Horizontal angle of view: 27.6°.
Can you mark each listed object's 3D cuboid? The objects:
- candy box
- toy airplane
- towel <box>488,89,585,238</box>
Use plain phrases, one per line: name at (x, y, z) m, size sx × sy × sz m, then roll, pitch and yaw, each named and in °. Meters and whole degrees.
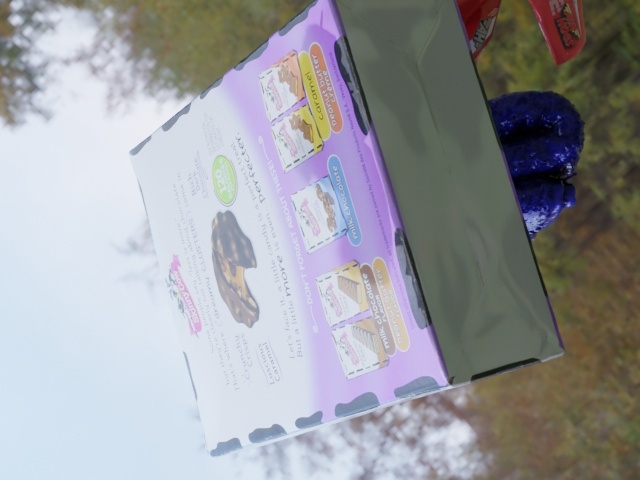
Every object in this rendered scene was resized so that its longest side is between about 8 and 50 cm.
candy box at (0.000, 0.000, 0.596) m, size 0.070 × 0.196 × 0.165 m, roll -10°, pitch -100°, yaw -36°
toy airplane at (0.099, -0.135, 0.657) m, size 0.028 × 0.151 × 0.151 m, roll 14°, pitch 176°, yaw 33°
towel at (0.060, -0.013, 0.854) m, size 0.308 × 0.228 × 0.076 m, roll 27°, pitch -136°, yaw -81°
